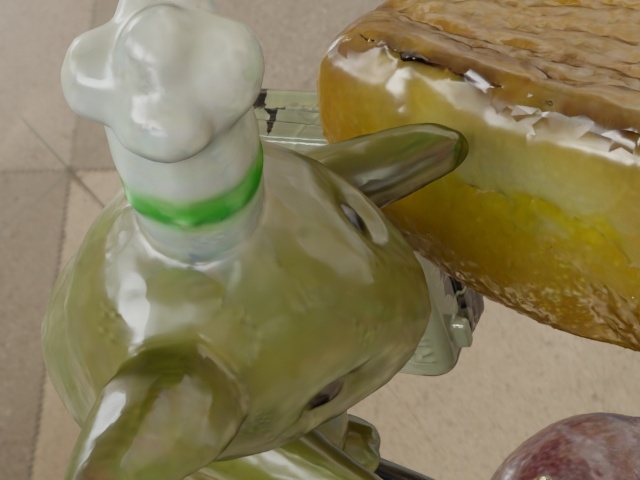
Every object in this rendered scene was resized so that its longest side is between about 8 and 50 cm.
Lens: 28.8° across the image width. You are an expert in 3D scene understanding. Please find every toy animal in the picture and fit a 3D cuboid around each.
[{"bbox_3d":[-0.024,0.031,0.516,0.180,0.363,0.181,4,82,-12],"label":"toy animal"}]

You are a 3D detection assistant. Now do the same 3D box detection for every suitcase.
[{"bbox_3d":[0.000,0.000,1.374,0.339,0.351,0.194,7,52,25],"label":"suitcase"}]

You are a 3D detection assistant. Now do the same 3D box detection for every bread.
[{"bbox_3d":[0.208,-0.068,0.664,0.337,0.148,0.328,22,42,34],"label":"bread"}]

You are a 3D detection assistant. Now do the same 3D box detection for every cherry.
[{"bbox_3d":[0.283,0.312,1.392,0.203,0.230,0.300,37,86,15],"label":"cherry"}]

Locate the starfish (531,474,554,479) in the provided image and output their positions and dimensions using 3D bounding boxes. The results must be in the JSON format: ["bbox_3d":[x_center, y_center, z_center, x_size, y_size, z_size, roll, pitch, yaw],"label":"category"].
[{"bbox_3d":[0.182,0.285,1.074,0.074,0.146,0.190,-46,33,33],"label":"starfish"}]

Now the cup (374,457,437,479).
[{"bbox_3d":[0.005,0.372,1.215,0.242,0.292,0.308,-59,13,21],"label":"cup"}]
